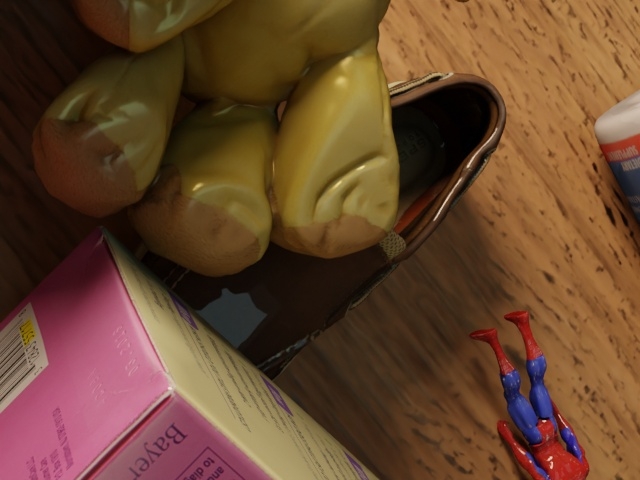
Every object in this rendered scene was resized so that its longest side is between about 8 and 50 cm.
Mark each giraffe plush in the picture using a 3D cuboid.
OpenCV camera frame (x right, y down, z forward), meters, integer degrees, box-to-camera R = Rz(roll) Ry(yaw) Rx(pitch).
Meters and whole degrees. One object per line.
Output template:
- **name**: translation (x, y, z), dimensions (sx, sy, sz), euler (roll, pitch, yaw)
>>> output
- **giraffe plush**: translation (-0.050, -0.100, 0.846), dimensions (0.181, 0.170, 0.210), euler (28, 88, -27)

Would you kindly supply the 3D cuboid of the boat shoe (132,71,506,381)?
- **boat shoe**: translation (-0.005, -0.006, 0.888), dimensions (0.095, 0.095, 0.257), euler (52, 57, -11)

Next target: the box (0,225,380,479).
- **box**: translation (-0.031, 0.138, 0.742), dimensions (0.117, 0.213, 0.243), euler (-46, 110, 2)

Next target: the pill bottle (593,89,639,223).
- **pill bottle**: translation (0.254, 0.004, 1.034), dimensions (0.124, 0.124, 0.221), euler (-31, 95, -34)

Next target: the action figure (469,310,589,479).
- **action figure**: translation (0.114, 0.095, 0.980), dimensions (0.038, 0.030, 0.115), euler (-26, 98, -29)
